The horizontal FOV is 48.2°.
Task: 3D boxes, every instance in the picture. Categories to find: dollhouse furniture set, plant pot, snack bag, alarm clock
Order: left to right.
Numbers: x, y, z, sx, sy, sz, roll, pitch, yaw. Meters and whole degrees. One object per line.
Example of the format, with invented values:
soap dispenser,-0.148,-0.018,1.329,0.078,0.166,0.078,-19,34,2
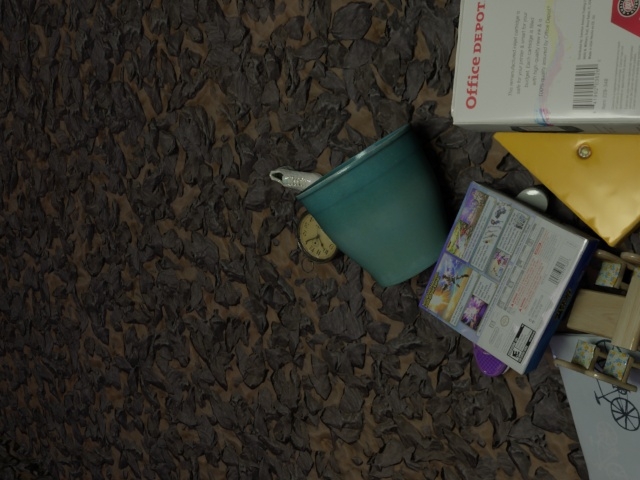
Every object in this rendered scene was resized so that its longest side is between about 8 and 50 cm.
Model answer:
alarm clock,0.000,0.000,1.673,0.129,0.064,0.192,42,122,23
plant pot,0.130,-0.055,1.438,0.272,0.272,0.255,-28,97,40
dollhouse furniture set,0.479,0.122,1.151,0.242,0.161,0.212,10,80,67
snack bag,0.574,0.314,1.259,0.342,0.037,0.323,-13,94,60

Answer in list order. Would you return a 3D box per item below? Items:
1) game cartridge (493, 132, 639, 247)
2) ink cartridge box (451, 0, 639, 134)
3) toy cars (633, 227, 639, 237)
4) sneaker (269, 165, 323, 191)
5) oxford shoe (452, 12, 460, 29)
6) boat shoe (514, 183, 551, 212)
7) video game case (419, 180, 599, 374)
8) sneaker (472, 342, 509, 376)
game cartridge,0.488,-0.199,1.155,0.323,0.053,0.285,-50,63,21
ink cartridge box,0.379,-0.284,1.123,0.306,0.131,0.226,7,92,35
toy cars,0.489,-0.143,1.232,0.394,0.087,0.176,41,111,28
sneaker,-0.055,-0.138,1.684,0.152,0.061,0.053,17,109,33
oxford shoe,0.348,-0.396,1.294,0.227,0.083,0.096,20,94,34
boat shoe,0.360,-0.021,1.374,0.078,0.070,0.219,47,122,8
video game case,0.332,0.063,1.301,0.244,0.061,0.269,34,113,36
sneaker,0.330,0.165,1.424,0.095,0.105,0.236,7,107,36
